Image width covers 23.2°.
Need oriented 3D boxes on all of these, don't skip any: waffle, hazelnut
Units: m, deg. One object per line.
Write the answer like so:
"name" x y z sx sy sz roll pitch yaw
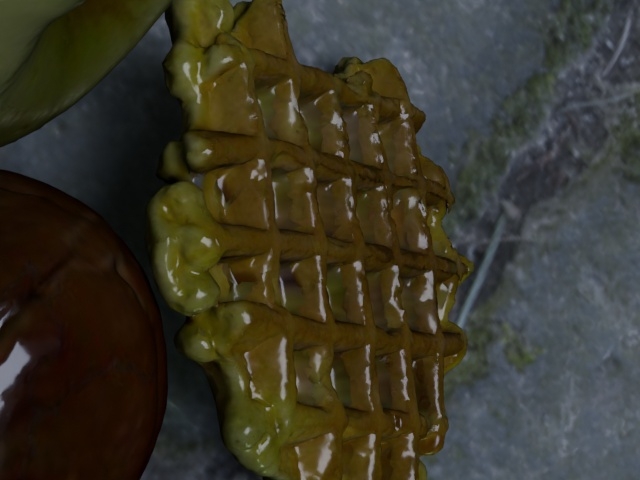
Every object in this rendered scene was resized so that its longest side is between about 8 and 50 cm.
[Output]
"waffle" 0.005 0.005 0.814 0.301 0.058 0.281 45 42 -50
"hazelnut" -0.171 0.083 0.677 0.229 0.229 0.229 0 91 -33

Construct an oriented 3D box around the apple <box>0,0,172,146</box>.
"apple" -0.188 -0.163 0.645 0.258 0.233 0.295 41 26 1
